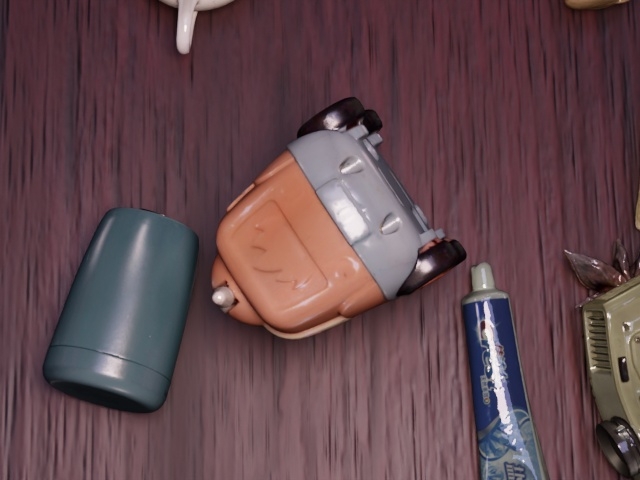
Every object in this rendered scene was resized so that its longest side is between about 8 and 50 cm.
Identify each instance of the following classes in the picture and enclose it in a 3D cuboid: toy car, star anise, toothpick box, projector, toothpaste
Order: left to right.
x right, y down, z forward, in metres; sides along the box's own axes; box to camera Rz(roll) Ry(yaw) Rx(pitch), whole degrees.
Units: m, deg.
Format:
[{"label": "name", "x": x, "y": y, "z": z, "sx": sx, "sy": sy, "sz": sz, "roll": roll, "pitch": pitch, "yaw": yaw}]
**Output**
[{"label": "toothpick box", "x": -0.184, "y": 0.063, "z": 1.413, "sx": 0.120, "sy": 0.120, "sz": 0.184, "roll": 16, "pitch": 73, "yaw": -1}, {"label": "toy car", "x": 0.000, "y": 0.000, "z": 1.384, "sx": 0.212, "sy": 0.270, "sz": 0.180, "roll": -33, "pitch": 86, "yaw": 8}, {"label": "toothpaste", "x": 0.178, "y": 0.154, "z": 1.459, "sx": 0.069, "sy": 0.047, "sz": 0.268, "roll": -5, "pitch": 80, "yaw": -19}, {"label": "star anise", "x": 0.297, "y": 0.046, "z": 1.484, "sx": 0.129, "sy": 0.056, "sz": 0.124, "roll": 35, "pitch": 79, "yaw": 1}, {"label": "projector", "x": 0.364, "y": 0.158, "z": 1.425, "sx": 0.194, "sy": 0.088, "sz": 0.269, "roll": -27, "pitch": 94, "yaw": -9}]

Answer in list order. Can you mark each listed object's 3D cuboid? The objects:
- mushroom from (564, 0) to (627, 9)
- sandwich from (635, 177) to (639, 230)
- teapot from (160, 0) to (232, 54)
[{"label": "mushroom", "x": 0.267, "y": -0.360, "z": 1.561, "sx": 0.096, "sy": 0.108, "sz": 0.247, "roll": -20, "pitch": 73, "yaw": 33}, {"label": "sandwich", "x": 0.428, "y": -0.079, "z": 1.525, "sx": 0.193, "sy": 0.058, "sz": 0.162, "roll": 8, "pitch": 76, "yaw": -4}, {"label": "teapot", "x": -0.128, "y": -0.296, "z": 1.516, "sx": 0.145, "sy": 0.092, "sz": 0.226, "roll": 3, "pitch": 78, "yaw": -1}]
